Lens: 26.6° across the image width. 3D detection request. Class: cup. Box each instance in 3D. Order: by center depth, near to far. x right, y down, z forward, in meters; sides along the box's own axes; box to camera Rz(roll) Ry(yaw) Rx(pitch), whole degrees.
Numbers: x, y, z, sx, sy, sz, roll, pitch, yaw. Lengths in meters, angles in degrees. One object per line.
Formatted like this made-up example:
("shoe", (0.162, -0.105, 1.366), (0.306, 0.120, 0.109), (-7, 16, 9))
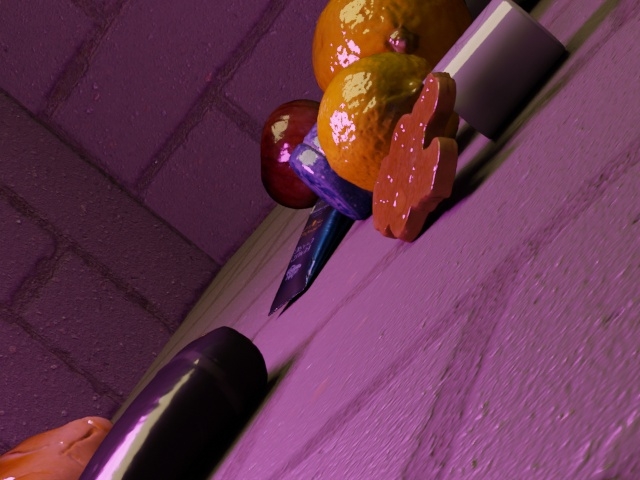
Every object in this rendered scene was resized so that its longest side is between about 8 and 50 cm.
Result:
("cup", (0.186, -0.195, 1.489), (0.133, 0.099, 0.136), (-50, 18, 11))

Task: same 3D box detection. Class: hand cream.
("hand cream", (0.000, 0.000, 2.105), (0.120, 0.061, 0.270), (-36, 22, 51))

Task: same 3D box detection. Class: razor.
("razor", (-0.199, 0.257, 1.608), (0.349, 0.113, 0.204), (-53, 8, -27))

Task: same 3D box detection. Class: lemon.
("lemon", (0.085, -0.146, 1.688), (0.193, 0.180, 0.180), (-9, 36, 46))
("lemon", (0.110, -0.278, 1.990), (0.267, 0.267, 0.267), (-50, 5, 6))

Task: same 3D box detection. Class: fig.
("fig", (-0.026, -0.173, 2.787), (0.235, 0.214, 0.235), (-166, 90, -76))

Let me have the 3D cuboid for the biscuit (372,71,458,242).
("biscuit", (0.102, -0.076, 1.452), (0.236, 0.040, 0.144), (119, 159, -64))

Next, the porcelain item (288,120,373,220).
("porcelain item", (0.034, -0.109, 1.987), (0.114, 0.147, 0.147), (-51, 5, -2))

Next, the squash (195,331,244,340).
("squash", (-0.222, 0.235, 2.224), (0.071, 0.080, 0.318), (5, -43, -48))

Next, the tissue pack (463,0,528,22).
("tissue pack", (0.211, -0.491, 2.110), (0.236, 0.333, 0.229), (-51, 6, -15))

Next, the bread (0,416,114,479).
("bread", (-0.425, 0.423, 1.895), (0.300, 0.210, 0.341), (-50, 5, 31))
